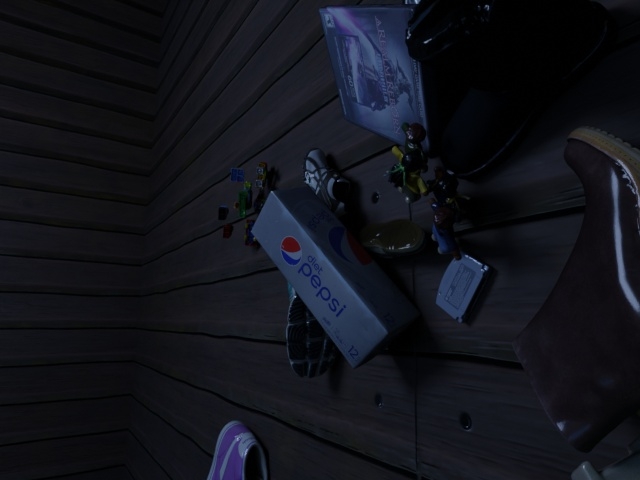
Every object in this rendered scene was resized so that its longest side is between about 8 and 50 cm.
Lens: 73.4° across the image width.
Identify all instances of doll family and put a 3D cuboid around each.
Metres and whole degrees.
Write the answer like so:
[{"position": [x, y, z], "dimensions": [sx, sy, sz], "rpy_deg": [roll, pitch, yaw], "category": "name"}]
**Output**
[{"position": [0.139, -0.065, 0.550], "dimensions": [0.076, 0.111, 0.193], "rpy_deg": [-33, 70, -1], "category": "doll family"}]

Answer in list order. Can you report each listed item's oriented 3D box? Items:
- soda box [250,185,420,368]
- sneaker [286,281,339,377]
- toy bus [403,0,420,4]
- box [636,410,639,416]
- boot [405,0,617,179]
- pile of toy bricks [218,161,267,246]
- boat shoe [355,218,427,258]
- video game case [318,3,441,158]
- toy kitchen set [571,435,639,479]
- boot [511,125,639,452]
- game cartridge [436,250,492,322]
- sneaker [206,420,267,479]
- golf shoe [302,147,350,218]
[{"position": [0.015, 0.045, 0.674], "dimensions": [0.286, 0.091, 0.098], "rpy_deg": [50, 129, 22], "category": "soda box"}, {"position": [-0.017, 0.116, 0.815], "dimensions": [0.110, 0.106, 0.276], "rpy_deg": [127, 143, -71], "category": "sneaker"}, {"position": [0.205, -0.399, 0.499], "dimensions": [0.130, 0.108, 0.333], "rpy_deg": [32, 123, 40], "category": "toy bus"}, {"position": [0.323, 0.139, 0.317], "dimensions": [0.105, 0.043, 0.179], "rpy_deg": [-62, 36, 28], "category": "box"}, {"position": [0.165, -0.181, 0.470], "dimensions": [0.246, 0.207, 0.094], "rpy_deg": [-49, 46, 41], "category": "boot"}, {"position": [-0.192, -0.101, 1.111], "dimensions": [0.105, 0.117, 0.213], "rpy_deg": [-81, -1, -73], "category": "pile of toy bricks"}, {"position": [0.113, 0.001, 0.658], "dimensions": [0.056, 0.049, 0.152], "rpy_deg": [-59, 25, -11], "category": "boat shoe"}, {"position": [0.085, -0.253, 0.659], "dimensions": [0.274, 0.026, 0.196], "rpy_deg": [48, 160, 54], "category": "video game case"}, {"position": [0.241, 0.286, 0.380], "dimensions": [0.207, 0.165, 0.122], "rpy_deg": [70, 176, -49], "category": "toy kitchen set"}, {"position": [0.238, 0.027, 0.387], "dimensions": [0.207, 0.090, 0.249], "rpy_deg": [-59, 22, 31], "category": "boot"}, {"position": [0.185, 0.059, 0.566], "dimensions": [0.056, 0.017, 0.083], "rpy_deg": [42, 118, 48], "category": "game cartridge"}, {"position": [-0.191, 0.576, 0.965], "dimensions": [0.161, 0.102, 0.283], "rpy_deg": [5, 88, 54], "category": "sneaker"}, {"position": [0.015, -0.107, 0.822], "dimensions": [0.093, 0.077, 0.198], "rpy_deg": [-16, 52, 20], "category": "golf shoe"}]
